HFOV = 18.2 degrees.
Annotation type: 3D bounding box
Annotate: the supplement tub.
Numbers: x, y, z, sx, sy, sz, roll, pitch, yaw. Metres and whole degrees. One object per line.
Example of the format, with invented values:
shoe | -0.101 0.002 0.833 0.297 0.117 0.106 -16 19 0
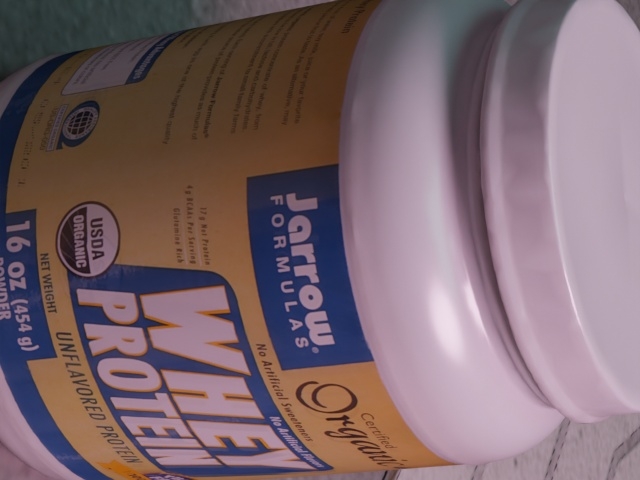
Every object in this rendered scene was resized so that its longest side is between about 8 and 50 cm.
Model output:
supplement tub | 0.000 0.000 0.613 0.144 0.199 0.144 26 61 -58
